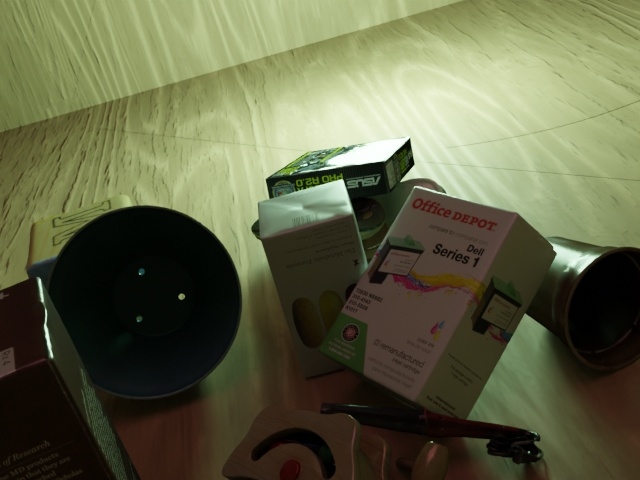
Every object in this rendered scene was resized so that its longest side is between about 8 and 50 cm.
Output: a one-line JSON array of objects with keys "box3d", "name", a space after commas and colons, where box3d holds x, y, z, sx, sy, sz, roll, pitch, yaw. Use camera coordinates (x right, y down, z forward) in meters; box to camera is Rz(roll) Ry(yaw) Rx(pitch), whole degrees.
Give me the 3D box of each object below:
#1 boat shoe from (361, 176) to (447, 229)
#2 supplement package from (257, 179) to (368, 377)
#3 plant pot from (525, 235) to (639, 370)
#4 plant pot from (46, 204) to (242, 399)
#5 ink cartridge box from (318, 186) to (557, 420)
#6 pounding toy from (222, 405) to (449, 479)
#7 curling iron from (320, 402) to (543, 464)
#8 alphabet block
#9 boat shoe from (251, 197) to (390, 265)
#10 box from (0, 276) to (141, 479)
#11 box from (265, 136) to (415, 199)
[{"box3d": [0.093, -0.045, 1.704, 0.319, 0.116, 0.099, -10, -17, 26], "name": "boat shoe"}, {"box3d": [0.005, 0.058, 1.352, 0.139, 0.244, 0.134, -16, 26, 2], "name": "supplement package"}, {"box3d": [0.358, 0.071, 1.248, 0.166, 0.167, 0.165, -23, 21, -14], "name": "plant pot"}, {"box3d": [-0.271, 0.092, 1.446, 0.290, 0.290, 0.195, -18, 2, -5], "name": "plant pot"}, {"box3d": [0.157, 0.083, 1.229, 0.201, 0.117, 0.278, 20, 76, 50], "name": "ink cartridge box"}, {"box3d": [0.025, 0.301, 1.073, 0.269, 0.155, 0.154, -3, 57, 43], "name": "pounding toy"}, {"box3d": [0.135, 0.223, 1.095, 0.273, 0.035, 0.068, 11, 3, 5], "name": "curling iron"}, {"box3d": [-0.403, 0.057, 1.636, 0.193, 0.193, 0.197, -17, 28, -7], "name": "alphabet block"}, {"box3d": [0.000, 0.000, 1.610, 0.122, 0.120, 0.324, -41, 27, -29], "name": "boat shoe"}, {"box3d": [-0.282, 0.254, 0.977, 0.143, 0.382, 0.191, -21, 27, -11], "name": "box"}, {"box3d": [0.044, -0.126, 1.655, 0.216, 0.060, 0.270, -8, 13, 17], "name": "box"}]
